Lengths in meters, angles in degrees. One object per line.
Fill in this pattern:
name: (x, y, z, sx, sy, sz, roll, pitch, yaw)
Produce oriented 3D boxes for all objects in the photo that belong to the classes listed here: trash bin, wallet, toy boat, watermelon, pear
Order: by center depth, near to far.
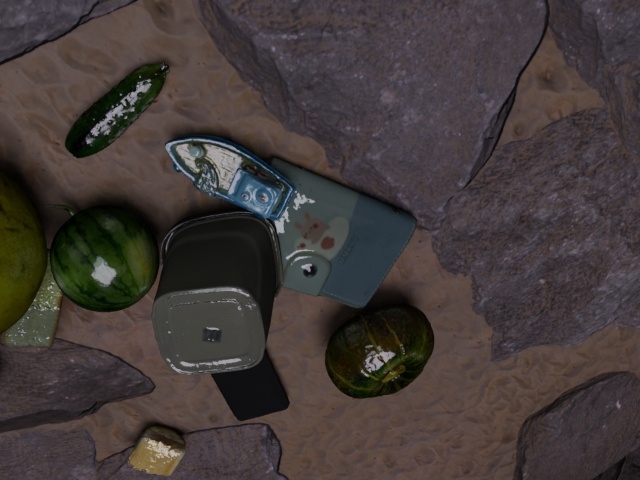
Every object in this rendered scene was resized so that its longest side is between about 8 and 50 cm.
pear: (-0.586, 0.020, 0.910, 0.253, 0.253, 0.306, 11, 91, -19)
toy boat: (-0.165, -0.114, 0.982, 0.238, 0.098, 0.109, 28, 107, -5)
trash bin: (-0.179, 0.093, 0.984, 0.220, 0.250, 0.219, -8, 117, 0)
watermelon: (-0.395, 0.024, 1.003, 0.188, 0.188, 0.214, -43, 82, 14)
wallet: (0.000, 0.000, 1.141, 0.361, 0.083, 0.252, 20, 110, -22)
wallet: (-0.175, 0.336, 1.332, 0.149, 0.044, 0.250, -17, 124, 3)

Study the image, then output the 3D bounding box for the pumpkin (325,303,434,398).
pumpkin: (0.126, 0.242, 1.270, 0.260, 0.189, 0.260, -21, 144, -17)

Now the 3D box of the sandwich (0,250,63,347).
sandwich: (-0.564, 0.140, 1.088, 0.094, 0.096, 0.258, 11, 121, -26)

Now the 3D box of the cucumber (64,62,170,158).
cucumber: (-0.340, -0.220, 0.931, 0.227, 0.069, 0.069, -40, 122, 8)

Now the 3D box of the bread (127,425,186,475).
bread: (-0.398, 0.518, 1.372, 0.125, 0.082, 0.106, 28, 101, -16)
